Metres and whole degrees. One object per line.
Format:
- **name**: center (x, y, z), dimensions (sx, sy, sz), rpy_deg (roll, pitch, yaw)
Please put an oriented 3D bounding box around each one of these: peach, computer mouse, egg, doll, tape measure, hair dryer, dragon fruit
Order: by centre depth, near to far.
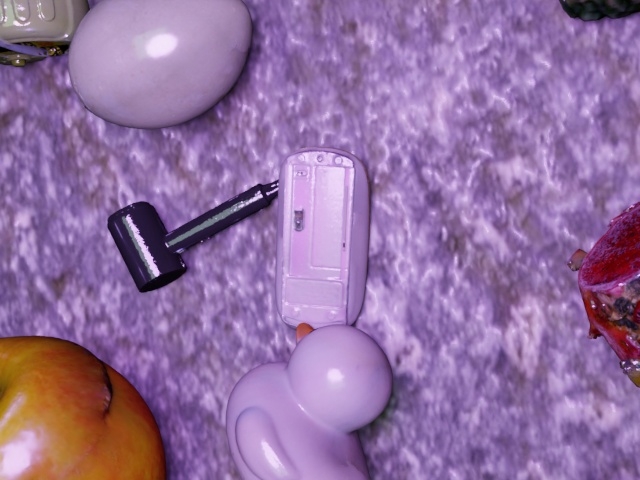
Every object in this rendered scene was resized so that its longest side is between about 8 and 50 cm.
- **dragon fruit**: center (0.390, 0.027, 1.003), dimensions (0.147, 0.211, 0.282), rpy_deg (37, 73, 3)
- **doll**: center (0.007, 0.219, 1.081), dimensions (0.221, 0.221, 0.251), rpy_deg (-27, 59, 12)
- **peach**: center (-0.372, 0.311, 1.123), dimensions (0.369, 0.370, 0.370), rpy_deg (0, 92, 13)
- **egg**: center (-0.204, -0.241, 1.125), dimensions (0.253, 0.186, 0.187), rpy_deg (-25, 87, 15)
- **computer mouse**: center (0.000, 0.000, 1.153), dimensions (0.125, 0.056, 0.245), rpy_deg (3, 98, 11)
- **tape measure**: center (-0.394, -0.296, 1.169), dimensions (0.175, 0.200, 0.106), rpy_deg (-7, 90, 4)
- **hair dryer**: center (-0.163, -0.034, 1.189), dimensions (0.248, 0.070, 0.114), rpy_deg (-29, 86, 8)

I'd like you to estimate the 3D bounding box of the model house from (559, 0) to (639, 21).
- **model house**: center (0.416, -0.488, 0.872), dimensions (0.445, 0.400, 0.395), rpy_deg (-14, 86, 12)
